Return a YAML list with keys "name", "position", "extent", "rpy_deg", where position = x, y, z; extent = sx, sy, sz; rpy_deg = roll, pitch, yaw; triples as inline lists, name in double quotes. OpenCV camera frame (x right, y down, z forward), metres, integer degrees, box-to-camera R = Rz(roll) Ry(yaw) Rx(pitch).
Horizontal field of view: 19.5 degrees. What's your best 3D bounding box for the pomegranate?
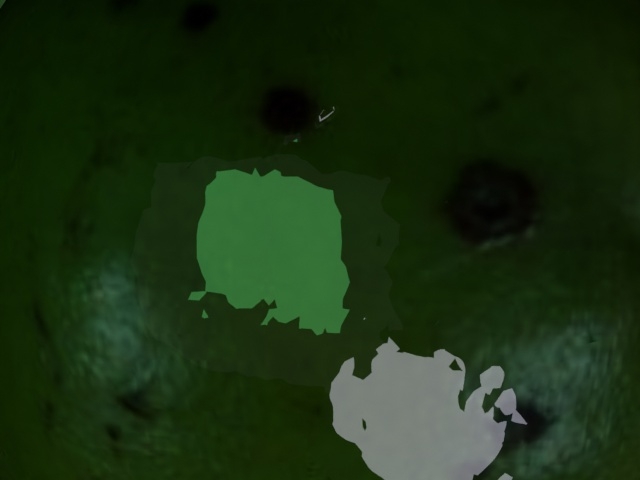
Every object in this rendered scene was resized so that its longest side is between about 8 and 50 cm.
- name: "pomegranate"
  position: [0.000, 0.000, 0.413]
  extent: [0.248, 0.202, 0.202]
  rpy_deg: [9, 98, 46]
